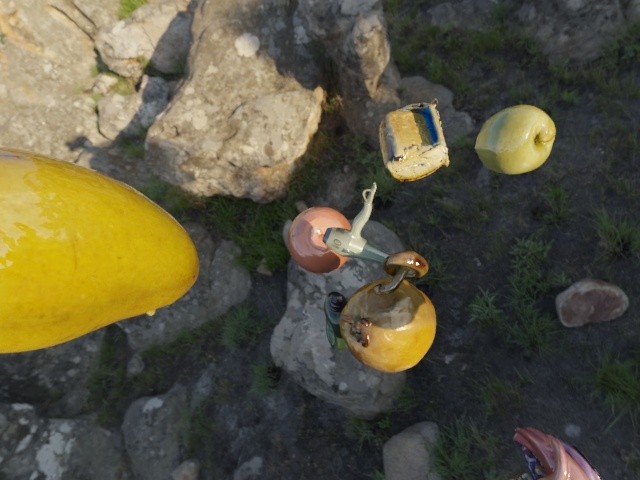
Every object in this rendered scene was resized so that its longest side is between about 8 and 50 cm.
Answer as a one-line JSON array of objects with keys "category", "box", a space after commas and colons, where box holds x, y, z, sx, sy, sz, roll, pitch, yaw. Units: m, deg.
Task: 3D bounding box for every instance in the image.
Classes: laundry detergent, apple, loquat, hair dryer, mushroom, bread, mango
[{"category": "laundry detergent", "box": [0.047, 0.213, 1.159, 0.078, 0.221, 0.144, -11, 46, -2]}, {"category": "apple", "box": [0.528, -0.269, 1.093, 0.200, 0.200, 0.200, -22, 46, 24]}, {"category": "loquat", "box": [0.162, 0.200, 0.958, 0.238, 0.238, 0.193, -47, 42, -2]}, {"category": "hair dryer", "box": [0.120, -0.022, 0.912, 0.199, 0.167, 0.067, -48, 18, 31]}, {"category": "mushroom", "box": [0.162, 0.064, 0.858, 0.130, 0.088, 0.072, -29, 68, -8]}, {"category": "bread", "box": [0.104, -0.113, 0.457, 0.072, 0.053, 0.106, -10, 42, 15]}, {"category": "mango", "box": [-0.387, 0.015, 0.599, 0.220, 0.445, 0.301, -42, 52, 36]}]

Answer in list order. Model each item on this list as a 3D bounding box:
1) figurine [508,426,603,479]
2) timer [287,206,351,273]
[{"category": "figurine", "box": [0.248, 0.292, 0.451, 0.157, 0.126, 0.114, -28, 15, -32]}, {"category": "timer", "box": [0.000, 0.000, 1.377, 0.229, 0.230, 0.215, -53, -2, -9]}]
